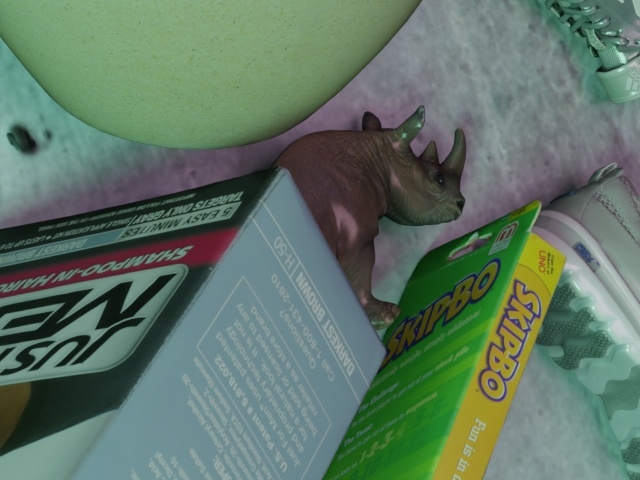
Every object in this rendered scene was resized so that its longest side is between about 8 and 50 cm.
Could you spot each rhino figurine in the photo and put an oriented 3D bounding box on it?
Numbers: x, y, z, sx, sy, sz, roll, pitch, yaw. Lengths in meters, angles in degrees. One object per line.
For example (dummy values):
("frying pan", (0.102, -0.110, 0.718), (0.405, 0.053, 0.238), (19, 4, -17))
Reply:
("rhino figurine", (0.000, 0.000, 0.882), (0.243, 0.073, 0.106), (-37, 105, -30))

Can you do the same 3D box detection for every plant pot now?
("plant pot", (-0.059, -0.156, 0.780), (0.284, 0.284, 0.191), (-14, 126, -31))

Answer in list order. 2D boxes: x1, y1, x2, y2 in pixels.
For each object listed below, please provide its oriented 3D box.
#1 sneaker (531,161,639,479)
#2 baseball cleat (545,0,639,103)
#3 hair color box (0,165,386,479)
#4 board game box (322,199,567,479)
("sneaker", (0.227, 0.076, 0.984), (0.115, 0.105, 0.281), (-44, 105, -27))
("baseball cleat", (0.169, -0.144, 0.999), (0.206, 0.072, 0.109), (11, 85, -25))
("hair color box", (-0.133, 0.132, 0.641), (0.113, 0.185, 0.374), (61, 37, -26))
("board game box", (0.049, 0.102, 0.851), (0.039, 0.124, 0.259), (32, 62, -18))
